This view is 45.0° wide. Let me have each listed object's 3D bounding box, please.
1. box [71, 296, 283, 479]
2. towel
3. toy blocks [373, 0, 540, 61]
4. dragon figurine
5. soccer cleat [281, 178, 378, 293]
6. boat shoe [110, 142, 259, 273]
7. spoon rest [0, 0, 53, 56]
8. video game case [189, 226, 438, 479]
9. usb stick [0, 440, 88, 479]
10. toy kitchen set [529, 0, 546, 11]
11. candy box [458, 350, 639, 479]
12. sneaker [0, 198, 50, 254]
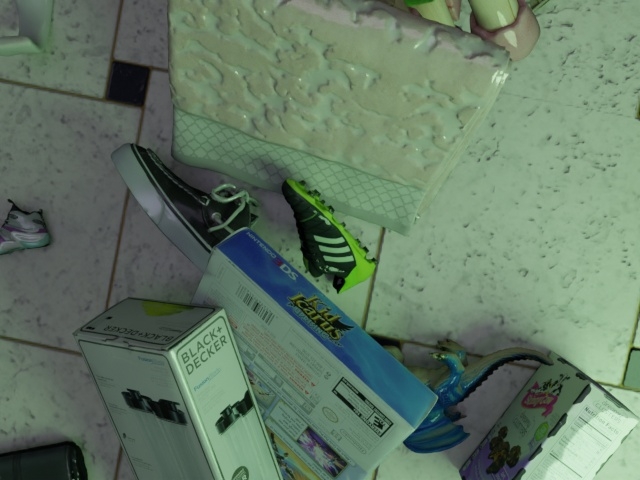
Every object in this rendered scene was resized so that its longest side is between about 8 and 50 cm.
[{"bbox_3d":[-0.150,0.213,0.874,0.169,0.087,0.290,1,117,39],"label":"box"},{"bbox_3d":[-0.008,-0.141,0.825,0.331,0.317,0.053,19,58,0],"label":"towel"},{"bbox_3d":[0.101,-0.287,0.871,0.308,0.260,0.289,-2,62,27],"label":"toy blocks"},{"bbox_3d":[0.134,0.200,0.934,0.289,0.085,0.144,-7,94,9],"label":"dragon figurine"},{"bbox_3d":[0.000,0.000,0.912,0.072,0.060,0.179,-39,126,4],"label":"soccer cleat"},{"bbox_3d":[-0.117,-0.014,0.930,0.105,0.113,0.306,-42,92,1],"label":"boat shoe"},{"bbox_3d":[-0.373,-0.353,0.959,0.137,0.084,0.276,-4,79,3],"label":"spoon rest"},{"bbox_3d":[-0.039,0.155,0.854,0.269,0.061,0.244,42,134,11],"label":"video game case"},{"bbox_3d":[-0.438,0.319,1.002,0.278,0.045,0.077,-11,93,5],"label":"usb stick"},{"bbox_3d":[0.261,-0.325,0.913,0.075,0.083,0.068,52,136,0],"label":"toy kitchen set"},{"bbox_3d":[0.254,0.238,0.889,0.070,0.165,0.196,36,94,0],"label":"candy box"},{"bbox_3d":[-0.400,-0.018,0.989,0.098,0.038,0.069,-10,90,-5],"label":"sneaker"}]
